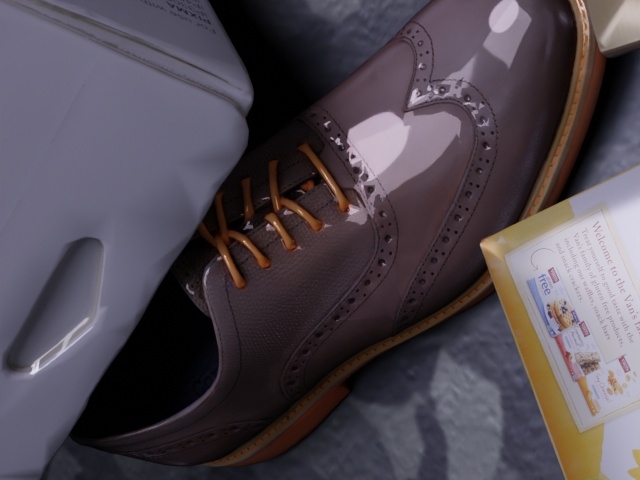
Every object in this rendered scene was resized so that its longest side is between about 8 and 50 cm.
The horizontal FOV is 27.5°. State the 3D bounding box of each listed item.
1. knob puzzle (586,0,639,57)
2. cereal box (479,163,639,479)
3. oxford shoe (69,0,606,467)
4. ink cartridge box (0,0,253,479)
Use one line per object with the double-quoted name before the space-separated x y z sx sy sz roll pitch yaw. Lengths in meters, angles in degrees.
"knob puzzle" 0.192 -0.191 0.582 0.213 0.030 0.213 -9 73 30
"cereal box" 0.202 0.031 0.544 0.240 0.047 0.173 -26 71 28
"oxford shoe" 0.000 0.000 0.668 0.363 0.133 0.130 -52 59 26
"ink cartridge box" -0.209 -0.086 0.739 0.279 0.160 0.384 -57 34 21
